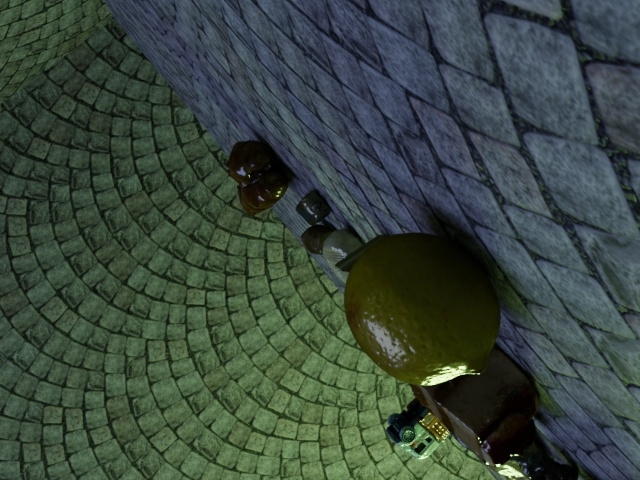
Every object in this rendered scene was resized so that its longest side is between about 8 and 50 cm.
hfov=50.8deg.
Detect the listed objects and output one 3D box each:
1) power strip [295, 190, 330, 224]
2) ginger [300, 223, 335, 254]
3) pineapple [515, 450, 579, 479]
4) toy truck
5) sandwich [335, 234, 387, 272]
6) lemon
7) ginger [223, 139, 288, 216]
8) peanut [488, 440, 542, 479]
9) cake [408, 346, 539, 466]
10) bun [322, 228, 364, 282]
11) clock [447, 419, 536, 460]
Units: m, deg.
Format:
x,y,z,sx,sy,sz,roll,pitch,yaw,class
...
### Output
x,y,z,sx,sy,sz,roll,pitch,yaw,class
-0.028,-0.098,2.160,0.092,0.066,0.387,48,174,-2,power strip
0.000,0.000,2.331,0.116,0.109,0.263,50,174,-14,ginger
0.581,0.632,1.592,0.223,0.223,0.357,54,-173,-34,pineapple
0.372,0.572,2.212,0.162,0.305,0.136,46,175,-16,toy truck
0.152,0.091,1.603,0.187,0.144,0.117,52,176,-11,sandwich
0.167,0.113,1.135,0.267,0.267,0.267,50,174,7,lemon
-0.223,-0.220,2.337,0.254,0.176,0.418,54,170,2,ginger
0.528,0.582,1.837,0.313,0.152,0.152,52,174,-33,peanut
0.350,0.338,1.455,0.293,0.199,0.196,40,164,40,cake
0.088,0.043,2.007,0.188,0.111,0.164,55,156,-20,bun
0.399,0.429,1.610,0.226,0.226,0.049,45,130,40,clock
